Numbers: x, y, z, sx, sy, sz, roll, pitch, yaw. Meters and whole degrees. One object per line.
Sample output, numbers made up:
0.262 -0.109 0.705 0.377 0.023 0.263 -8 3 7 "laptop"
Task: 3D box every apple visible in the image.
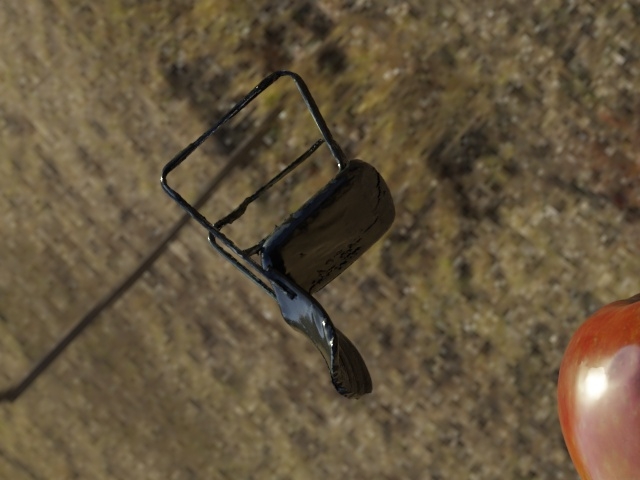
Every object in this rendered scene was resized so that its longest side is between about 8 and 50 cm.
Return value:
0.276 0.128 1.048 0.230 0.230 0.230 30 149 20 "apple"

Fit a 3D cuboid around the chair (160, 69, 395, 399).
0.000 0.000 1.255 0.221 0.145 0.140 49 177 27 "chair"
